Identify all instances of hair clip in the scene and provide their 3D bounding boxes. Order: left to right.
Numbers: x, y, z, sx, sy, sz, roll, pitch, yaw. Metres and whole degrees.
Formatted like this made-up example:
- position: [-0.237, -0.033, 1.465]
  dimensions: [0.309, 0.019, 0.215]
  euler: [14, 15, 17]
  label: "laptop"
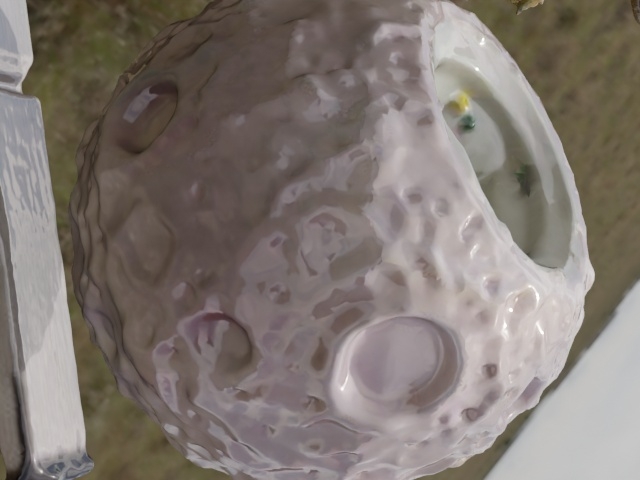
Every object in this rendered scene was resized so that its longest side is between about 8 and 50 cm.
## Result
- position: [-0.201, -0.027, 0.711]
  dimensions: [0.101, 0.331, 0.085]
  euler: [-8, 175, 22]
  label: "hair clip"

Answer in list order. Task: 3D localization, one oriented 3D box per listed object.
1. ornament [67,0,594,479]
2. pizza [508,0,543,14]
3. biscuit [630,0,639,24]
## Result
- position: [0.000, 0.000, 0.636]
  dimensions: [0.225, 0.259, 0.259]
  euler: [-26, -178, 26]
  label: "ornament"
- position: [0.040, -0.085, 0.314]
  dimensions: [0.078, 0.083, 0.025]
  euler: [-42, -167, -30]
  label: "pizza"
- position: [0.260, -0.233, 0.903]
  dimensions: [0.124, 0.026, 0.175]
  euler: [14, 95, -59]
  label: "biscuit"
